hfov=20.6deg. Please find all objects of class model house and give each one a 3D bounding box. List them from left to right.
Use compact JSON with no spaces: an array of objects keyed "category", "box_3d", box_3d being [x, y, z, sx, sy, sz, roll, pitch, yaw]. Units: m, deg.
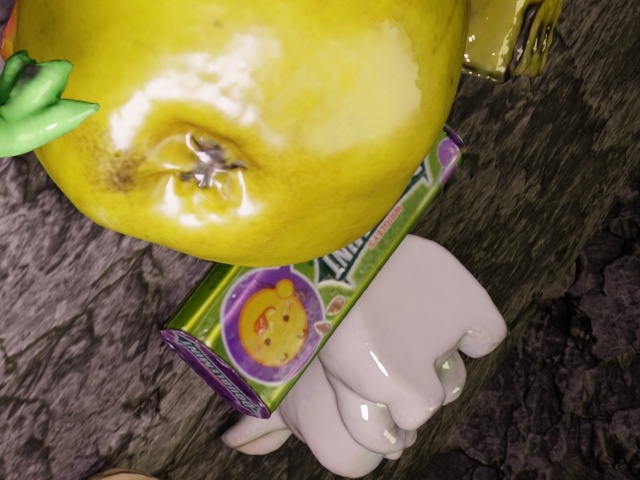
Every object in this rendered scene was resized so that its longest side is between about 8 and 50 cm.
[{"category":"model house","box_3d":[0.152,-0.281,1.647,0.193,0.175,0.234,-15,124,-66]}]

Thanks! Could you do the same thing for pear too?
[{"category":"pear","box_3d":[-0.036,-0.150,1.130,0.375,0.287,0.287,-62,172,-47]}]

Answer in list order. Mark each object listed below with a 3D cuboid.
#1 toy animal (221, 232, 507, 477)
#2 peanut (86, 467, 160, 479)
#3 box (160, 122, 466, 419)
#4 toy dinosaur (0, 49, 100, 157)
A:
[{"category":"toy animal","box_3d":[0.024,0.129,1.925,0.196,0.241,0.367,-37,168,-35]},{"category":"peanut","box_3d":[-0.207,0.331,1.728,0.136,0.120,0.298,-34,153,-46]},{"category":"box","box_3d":[0.000,0.000,1.711,0.345,0.134,0.097,-52,-159,-22]},{"category":"toy dinosaur","box_3d":[-0.253,-0.087,0.774,0.500,0.144,0.374,-56,159,-27]}]
